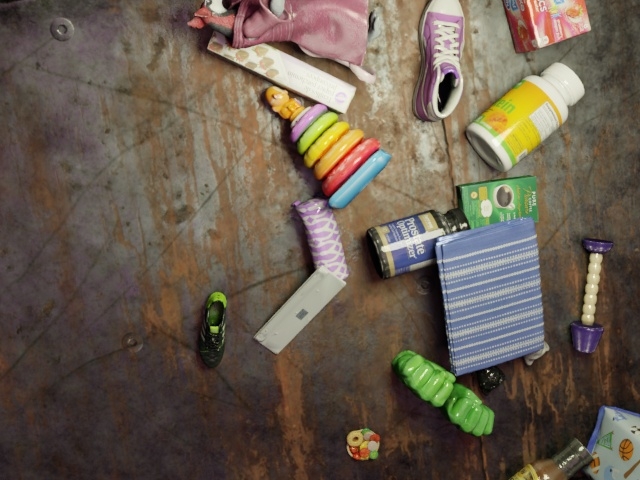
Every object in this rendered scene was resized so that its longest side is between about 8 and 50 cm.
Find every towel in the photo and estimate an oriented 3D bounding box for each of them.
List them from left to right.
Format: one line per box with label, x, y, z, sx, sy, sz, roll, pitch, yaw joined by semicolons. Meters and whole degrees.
towel;0.383;0.125;1.524;0.243;0.040;0.335;-14;109;-11

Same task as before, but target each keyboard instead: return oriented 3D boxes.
keyboard;-0.050;0.161;1.535;0.072;0.014;0.256;35;114;-18

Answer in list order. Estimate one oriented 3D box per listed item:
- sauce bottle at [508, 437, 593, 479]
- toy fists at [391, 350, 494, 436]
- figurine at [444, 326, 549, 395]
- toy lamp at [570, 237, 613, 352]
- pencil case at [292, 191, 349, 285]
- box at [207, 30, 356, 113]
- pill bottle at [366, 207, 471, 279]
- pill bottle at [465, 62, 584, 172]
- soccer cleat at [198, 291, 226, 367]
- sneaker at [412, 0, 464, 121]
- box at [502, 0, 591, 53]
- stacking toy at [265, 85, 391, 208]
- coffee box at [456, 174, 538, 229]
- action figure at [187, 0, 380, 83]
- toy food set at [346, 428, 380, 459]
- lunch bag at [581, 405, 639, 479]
sauce bottle;0.525;0.627;1.692;0.344;0.111;0.111;-39;102;-2
toy fists;0.293;0.360;1.594;0.279;0.142;0.096;41;92;-13
figurine;0.437;0.246;1.632;0.215;0.092;0.209;-33;110;-3
toy lamp;0.657;0.135;1.641;0.080;0.080;0.274;3;100;-9
pencil case;0.000;0.000;1.523;0.088;0.086;0.206;-10;101;28
box;-0.083;-0.367;1.458;0.324;0.067;0.063;23;95;-10
pill bottle;0.223;0.001;1.534;0.219;0.123;0.122;-18;101;-5
pill bottle;0.459;-0.279;1.513;0.246;0.136;0.136;-41;102;0
soccer cleat;-0.243;0.206;1.527;0.060;0.072;0.178;5;99;-9
sneaker;0.274;-0.397;1.456;0.102;0.161;0.282;3;98;-7
box;0.474;-0.553;1.475;0.128;0.122;0.256;-20;102;-4
stacking toy;-0.005;-0.226;1.464;0.302;0.175;0.166;45;102;2
coffee box;0.415;-0.087;1.588;0.184;0.040;0.113;-9;101;-6
action figure;-0.085;-0.450;1.380;0.370;0.248;0.275;-14;122;-16
toy food set;0.105;0.498;1.652;0.083;0.020;0.083;-7;100;-7
lunch bag;0.883;0.595;1.624;0.386;0.328;0.238;15;102;-12
